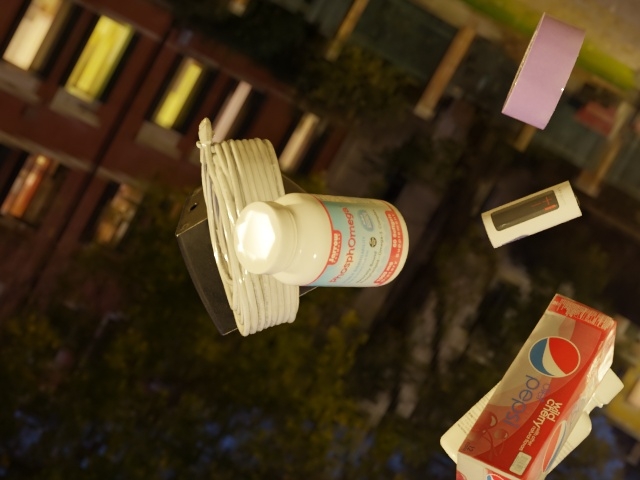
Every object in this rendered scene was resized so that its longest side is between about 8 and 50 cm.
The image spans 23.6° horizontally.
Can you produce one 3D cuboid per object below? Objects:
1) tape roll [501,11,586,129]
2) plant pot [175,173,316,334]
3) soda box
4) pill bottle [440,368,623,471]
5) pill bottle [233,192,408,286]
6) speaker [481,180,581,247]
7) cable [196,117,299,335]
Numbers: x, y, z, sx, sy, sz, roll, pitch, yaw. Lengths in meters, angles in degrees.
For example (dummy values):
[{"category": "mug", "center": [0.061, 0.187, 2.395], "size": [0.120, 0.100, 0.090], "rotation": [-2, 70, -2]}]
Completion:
[{"category": "tape roll", "center": [0.386, -0.293, 2.647], "size": [0.080, 0.189, 0.189], "rotation": [24, -173, 3]}, {"category": "plant pot", "center": [-0.109, -0.007, 2.256], "size": [0.167, 0.188, 0.187], "rotation": [52, -156, -23]}, {"category": "soda box", "center": [0.252, 0.190, 1.769], "size": [0.083, 0.263, 0.092], "rotation": [22, 143, 23]}, {"category": "pill bottle", "center": [0.281, 0.233, 2.019], "size": [0.131, 0.229, 0.131], "rotation": [47, 180, 0]}, {"category": "pill bottle", "center": [0.000, 0.000, 1.432], "size": [0.160, 0.087, 0.087], "rotation": [2, -155, -44]}, {"category": "speaker", "center": [0.302, -0.037, 2.184], "size": [0.055, 0.136, 0.055], "rotation": [-21, -90, -80]}, {"category": "cable", "center": [-0.091, -0.007, 2.015], "size": [0.089, 0.257, 0.257], "rotation": [-11, -140, -9]}]
